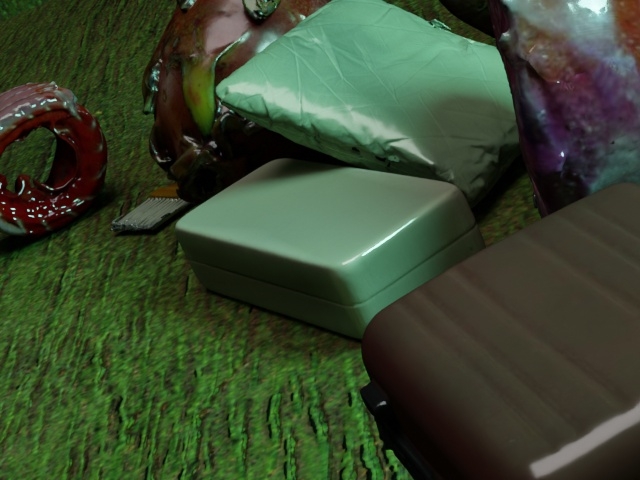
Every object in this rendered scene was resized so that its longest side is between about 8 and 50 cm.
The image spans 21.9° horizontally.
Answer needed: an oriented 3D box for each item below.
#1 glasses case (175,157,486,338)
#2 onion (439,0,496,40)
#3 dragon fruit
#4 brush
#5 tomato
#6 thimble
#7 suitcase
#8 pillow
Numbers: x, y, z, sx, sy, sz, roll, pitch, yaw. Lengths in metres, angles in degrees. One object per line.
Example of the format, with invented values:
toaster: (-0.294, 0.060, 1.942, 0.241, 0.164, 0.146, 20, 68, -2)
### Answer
glasses case: (0.000, 0.000, 1.481, 0.144, 0.076, 0.336, -34, 21, -20)
onion: (0.239, -0.362, 1.746, 0.353, 0.354, 0.353, -22, 20, 8)
dragon fruit: (-0.071, -0.175, 1.778, 0.250, 0.250, 0.315, -21, 30, 13)
brush: (-0.112, -0.092, 1.942, 0.090, 0.017, 0.314, 2, 33, 47)
tomato: (0.226, -0.152, 1.311, 0.176, 0.290, 0.335, -13, 24, 9)
thimble: (-0.356, -0.093, 2.013, 0.189, 0.163, 0.125, -45, 24, -12)
suitcase: (0.168, 0.098, 0.910, 0.236, 0.161, 0.297, -28, 19, -7)
pillow: (0.082, -0.141, 1.598, 0.280, 0.076, 0.274, 23, 38, 20)
